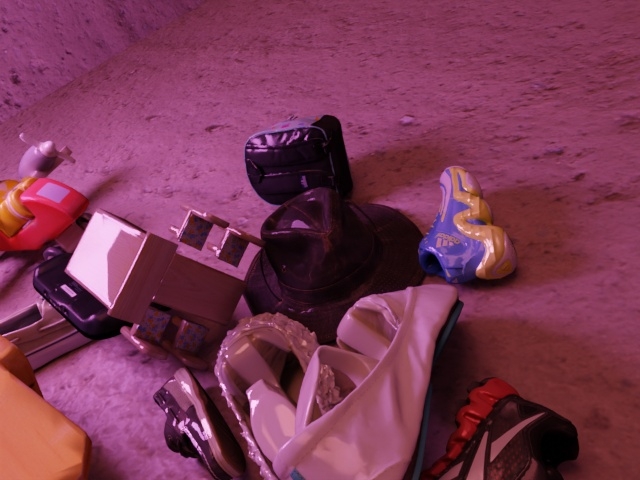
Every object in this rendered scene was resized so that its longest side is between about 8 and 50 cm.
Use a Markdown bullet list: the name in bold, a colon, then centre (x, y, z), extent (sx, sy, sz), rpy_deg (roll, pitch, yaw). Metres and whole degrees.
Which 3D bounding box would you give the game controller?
- **game controller**: centre (-0.364, 0.073, 1.052), extent (0.166, 0.067, 0.319), rpy_deg (-37, 35, -27)

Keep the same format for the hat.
- **hat**: centre (0.000, 0.000, 0.980), extent (0.331, 0.134, 0.331), rpy_deg (-16, 34, 11)

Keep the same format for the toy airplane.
- **toy airplane**: centre (-0.710, -0.069, 1.382), extent (0.384, 0.272, 0.386), rpy_deg (-31, 35, -8)

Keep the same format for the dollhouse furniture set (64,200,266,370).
- **dollhouse furniture set**: centre (-0.193, 0.061, 0.865), extent (0.161, 0.242, 0.212), rpy_deg (22, 86, 47)

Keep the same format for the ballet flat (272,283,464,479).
- **ballet flat**: centre (0.063, 0.129, 0.660), extent (0.139, 0.139, 0.400), rpy_deg (-8, 19, 23)

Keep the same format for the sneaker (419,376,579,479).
- **sneaker**: centre (0.150, 0.249, 0.575), extent (0.135, 0.097, 0.276), rpy_deg (10, 45, 43)

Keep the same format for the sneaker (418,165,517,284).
- **sneaker**: centre (0.190, -0.024, 0.932), extent (0.126, 0.091, 0.240), rpy_deg (-22, 35, 5)

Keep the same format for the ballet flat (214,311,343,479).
- **ballet flat**: centre (-0.047, 0.183, 0.745), extent (0.147, 0.147, 0.409), rpy_deg (-31, 35, -9)

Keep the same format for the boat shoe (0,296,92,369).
- **boat shoe**: centre (-0.462, 0.139, 1.104), extent (0.302, 0.094, 0.109), rpy_deg (-34, 35, -16)

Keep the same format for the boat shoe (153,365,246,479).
- **boat shoe**: centre (-0.162, 0.242, 0.802), extent (0.073, 0.080, 0.223), rpy_deg (-38, 30, -10)

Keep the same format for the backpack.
- **backpack**: centre (-0.041, -0.149, 1.181), extent (0.188, 0.166, 0.144), rpy_deg (-5, 25, 22)

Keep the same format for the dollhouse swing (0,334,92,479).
- **dollhouse swing**: centre (-0.487, 0.341, 0.832), extent (0.305, 0.315, 0.347), rpy_deg (36, 55, 11)
